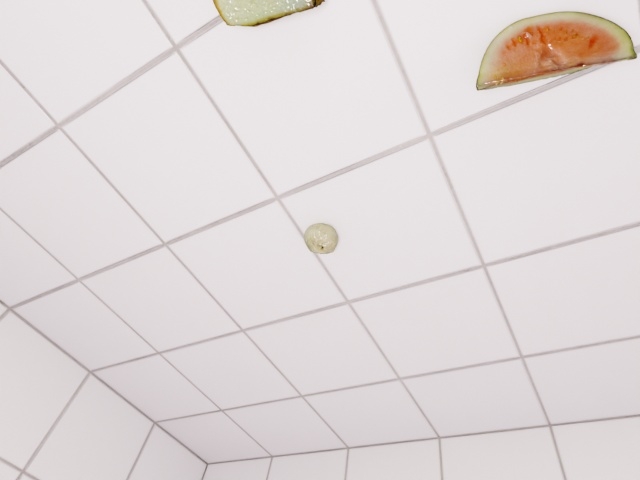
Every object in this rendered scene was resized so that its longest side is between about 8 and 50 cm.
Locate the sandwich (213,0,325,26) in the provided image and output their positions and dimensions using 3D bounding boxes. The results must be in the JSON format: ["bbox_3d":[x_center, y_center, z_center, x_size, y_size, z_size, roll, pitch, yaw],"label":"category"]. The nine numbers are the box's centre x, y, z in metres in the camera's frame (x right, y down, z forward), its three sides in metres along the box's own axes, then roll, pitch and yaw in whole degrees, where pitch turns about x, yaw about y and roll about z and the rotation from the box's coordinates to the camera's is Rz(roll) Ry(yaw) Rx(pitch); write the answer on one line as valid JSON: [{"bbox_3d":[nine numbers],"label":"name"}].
[{"bbox_3d":[-0.144,-0.605,0.891,0.249,0.095,0.273,-6,136,18],"label":"sandwich"}]

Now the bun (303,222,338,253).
[{"bbox_3d":[0.000,0.000,1.378,0.115,0.069,0.115,6,127,8],"label":"bun"}]

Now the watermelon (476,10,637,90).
[{"bbox_3d":[0.491,-0.394,0.940,0.303,0.159,0.128,-6,156,13],"label":"watermelon"}]
